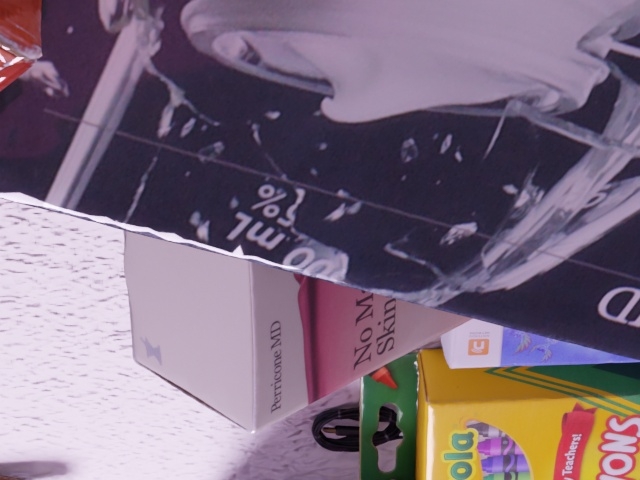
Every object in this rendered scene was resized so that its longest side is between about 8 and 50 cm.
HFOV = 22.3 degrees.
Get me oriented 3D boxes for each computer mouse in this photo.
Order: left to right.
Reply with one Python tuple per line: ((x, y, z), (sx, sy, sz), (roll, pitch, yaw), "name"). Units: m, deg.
((0.112, 0.185, 1.527), (0.242, 0.041, 0.071), (11, 125, -8), "computer mouse")

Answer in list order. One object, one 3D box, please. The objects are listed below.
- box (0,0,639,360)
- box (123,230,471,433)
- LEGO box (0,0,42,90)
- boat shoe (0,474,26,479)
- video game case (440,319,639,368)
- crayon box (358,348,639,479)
((0.136, -0.225, 0.696), (0.480, 0.297, 0.472), (14, 125, -23), "box")
((0.000, 0.000, 1.060), (0.232, 0.127, 0.149), (-25, 127, -37), "box")
((-0.282, -0.199, 0.605), (0.372, 0.500, 0.193), (-31, 135, 30), "LEGO box")
((-0.359, 0.281, 1.571), (0.257, 0.095, 0.095), (-1, 157, 5), "boat shoe")
((0.225, -0.027, 1.165), (0.269, 0.061, 0.244), (-2, 120, -3), "video game case")
((0.194, 0.194, 1.458), (0.318, 0.081, 0.202), (-3, 124, -2), "crayon box")
